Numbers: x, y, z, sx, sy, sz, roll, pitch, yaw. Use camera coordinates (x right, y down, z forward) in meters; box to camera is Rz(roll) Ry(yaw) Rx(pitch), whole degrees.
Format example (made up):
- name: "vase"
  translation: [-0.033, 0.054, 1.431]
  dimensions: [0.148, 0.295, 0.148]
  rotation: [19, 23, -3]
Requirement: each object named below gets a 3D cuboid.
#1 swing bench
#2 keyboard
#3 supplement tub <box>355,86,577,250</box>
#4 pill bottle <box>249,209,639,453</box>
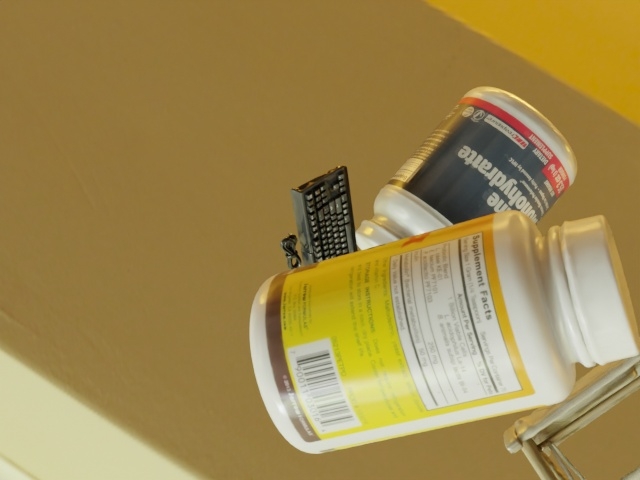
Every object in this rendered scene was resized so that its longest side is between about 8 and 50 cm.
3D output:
- name: "swing bench"
  translation: [0.419, 0.273, 1.407]
  dimensions: [0.253, 0.165, 0.254]
  rotation: [-37, -94, 13]
- name: "keyboard"
  translation: [0.000, 0.000, 1.300]
  dimensions: [0.108, 0.180, 0.023]
  rotation: [-28, -136, -21]
- name: "supplement tub"
  translation: [0.195, -0.054, 1.437]
  dimensions: [0.191, 0.191, 0.272]
  rotation: [40, -97, 10]
- name: "pill bottle"
  translation: [0.074, 0.052, 0.640]
  dimensions: [0.215, 0.117, 0.117]
  rotation: [-15, -115, 18]
